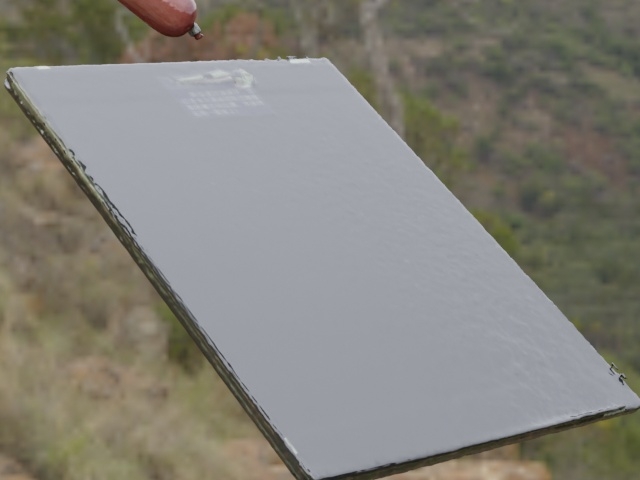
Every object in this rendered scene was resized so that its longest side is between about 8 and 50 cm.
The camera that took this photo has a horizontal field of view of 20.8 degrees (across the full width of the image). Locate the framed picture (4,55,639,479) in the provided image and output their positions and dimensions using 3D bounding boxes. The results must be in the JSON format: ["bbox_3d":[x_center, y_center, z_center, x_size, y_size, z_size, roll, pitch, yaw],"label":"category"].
[{"bbox_3d":[0.000,0.000,1.015,0.255,0.014,0.338,-8,46,-41],"label":"framed picture"}]

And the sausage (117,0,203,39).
[{"bbox_3d":[-0.148,-0.179,0.934,0.223,0.029,0.029,39,-5,-20],"label":"sausage"}]
